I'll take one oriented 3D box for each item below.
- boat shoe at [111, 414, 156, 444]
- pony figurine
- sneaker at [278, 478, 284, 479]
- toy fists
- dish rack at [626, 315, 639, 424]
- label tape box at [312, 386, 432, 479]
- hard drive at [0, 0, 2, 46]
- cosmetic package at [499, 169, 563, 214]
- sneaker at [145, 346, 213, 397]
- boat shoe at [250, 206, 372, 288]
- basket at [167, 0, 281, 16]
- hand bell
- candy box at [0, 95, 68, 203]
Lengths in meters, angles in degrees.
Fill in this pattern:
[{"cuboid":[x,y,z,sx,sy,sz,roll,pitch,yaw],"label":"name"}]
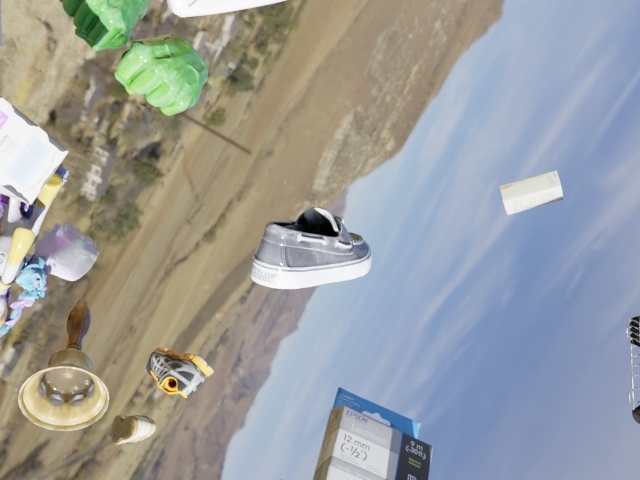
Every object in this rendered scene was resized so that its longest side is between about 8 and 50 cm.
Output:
[{"cuboid":[-0.316,0.318,1.165,0.135,0.045,0.050,-20,-118,55],"label":"boat shoe"},{"cuboid":[-0.591,-0.008,1.337,0.351,0.303,0.363,-87,-159,-50],"label":"pony figurine"},{"cuboid":[-0.063,0.410,1.023,0.161,0.075,0.057,-49,180,42],"label":"sneaker"},{"cuboid":[-0.302,-0.321,1.109,0.096,0.279,0.142,-33,-163,22],"label":"toy fists"},{"cuboid":[0.706,0.284,1.392,0.208,0.074,0.271,-148,-133,-70],"label":"dish rack"},{"cuboid":[0.133,0.519,1.677,0.115,0.249,0.347,-58,-172,44],"label":"label tape box"},{"cuboid":[-0.446,-0.399,0.789,0.040,0.210,0.318,-23,126,-57],"label":"hard drive"},{"cuboid":[0.423,-0.095,1.391,0.060,0.115,0.041,51,29,-55],"label":"cosmetic package"},{"cuboid":[-0.319,0.283,1.475,0.215,0.084,0.083,-9,-140,49],"label":"sneaker"},{"cuboid":[0.000,0.000,1.052,0.301,0.108,0.102,-8,112,-59],"label":"boat shoe"},{"cuboid":[-0.081,-0.270,0.524,0.103,0.113,0.167,-123,-157,-54],"label":"basket"},{"cuboid":[-0.399,0.172,1.117,0.126,0.126,0.242,-61,-155,23],"label":"hand bell"},{"cuboid":[-0.375,-0.127,0.673,0.196,0.165,0.070,46,66,-46],"label":"candy box"}]
